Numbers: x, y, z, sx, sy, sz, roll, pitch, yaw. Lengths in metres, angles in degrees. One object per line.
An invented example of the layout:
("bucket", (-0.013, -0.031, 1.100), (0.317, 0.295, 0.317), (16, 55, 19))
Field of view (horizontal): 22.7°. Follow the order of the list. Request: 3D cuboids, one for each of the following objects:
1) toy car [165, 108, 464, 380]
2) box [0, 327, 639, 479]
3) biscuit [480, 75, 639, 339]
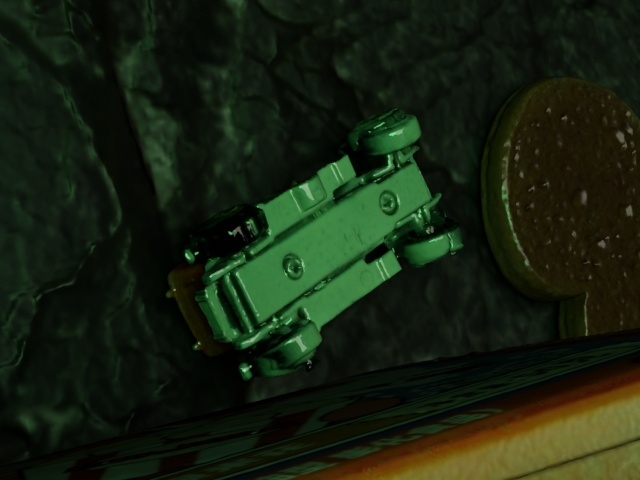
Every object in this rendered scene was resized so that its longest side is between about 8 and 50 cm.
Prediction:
("toy car", (0.000, 0.000, 0.691), (0.143, 0.054, 0.073), (-36, 105, -40))
("box", (-0.052, 0.186, 0.451), (0.349, 0.318, 0.256), (-10, 86, -37))
("biscuit", (0.140, 0.000, 0.812), (0.124, 0.026, 0.175), (-38, 104, -34))
